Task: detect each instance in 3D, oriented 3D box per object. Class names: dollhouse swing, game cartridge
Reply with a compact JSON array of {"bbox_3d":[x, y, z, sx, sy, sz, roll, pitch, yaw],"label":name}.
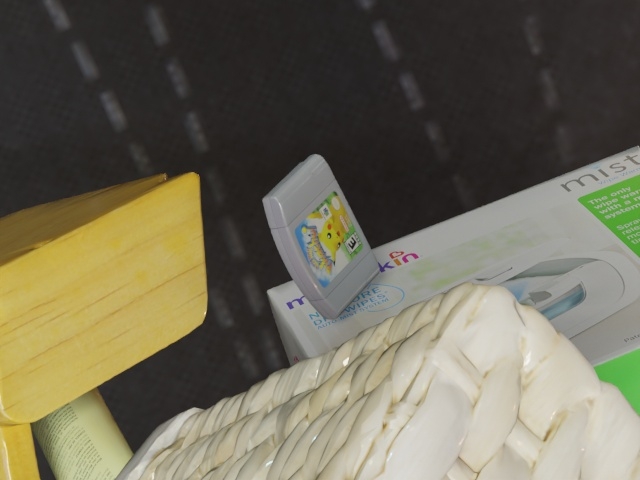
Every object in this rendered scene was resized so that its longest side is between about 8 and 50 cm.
[{"bbox_3d":[-0.247,0.152,1.617,0.315,0.347,0.305,-29,101,-42],"label":"dollhouse swing"},{"bbox_3d":[0.000,0.000,1.104,0.056,0.017,0.083,-44,116,-37],"label":"game cartridge"}]

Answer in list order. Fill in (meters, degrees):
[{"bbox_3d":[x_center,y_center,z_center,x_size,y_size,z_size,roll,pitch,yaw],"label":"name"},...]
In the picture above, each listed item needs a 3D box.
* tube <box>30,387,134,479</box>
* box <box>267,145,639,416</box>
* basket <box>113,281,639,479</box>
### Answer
[{"bbox_3d":[-0.187,0.161,1.533,0.240,0.062,0.070,53,-14,47],"label":"tube"},{"bbox_3d":[0.131,0.077,1.153,0.231,0.262,0.127,-124,-166,-63],"label":"box"},{"bbox_3d":[0.032,0.246,0.692,0.328,0.266,0.331,43,53,-11],"label":"basket"}]
